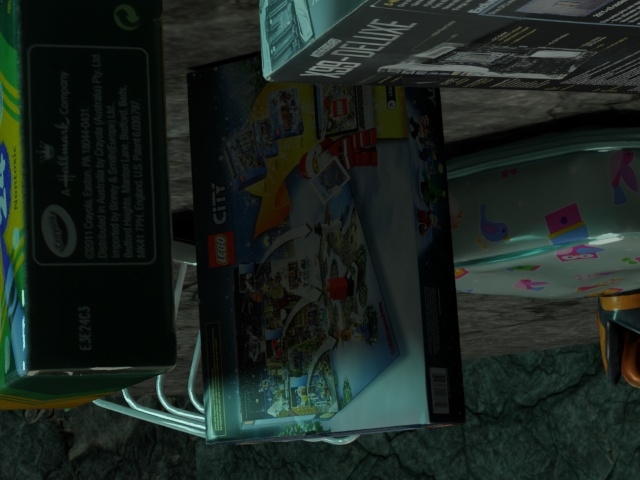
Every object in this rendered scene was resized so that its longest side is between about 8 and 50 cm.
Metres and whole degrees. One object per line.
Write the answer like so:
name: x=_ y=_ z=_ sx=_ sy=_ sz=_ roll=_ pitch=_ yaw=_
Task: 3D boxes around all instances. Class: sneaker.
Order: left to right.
sneaker: x=0.336 y=0.065 z=1.756 sx=0.125 sy=0.180 sz=0.321 roll=-8 pitch=170 yaw=27

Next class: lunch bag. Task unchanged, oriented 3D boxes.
lunch bag: x=0.234 y=-0.022 z=1.394 sx=0.224 sy=0.107 sz=0.279 roll=-15 pitch=167 yaw=39

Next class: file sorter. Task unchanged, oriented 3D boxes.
file sorter: x=-0.076 y=0.099 z=1.679 sx=0.193 sy=0.173 sz=0.278 roll=12 pitch=179 yaw=28

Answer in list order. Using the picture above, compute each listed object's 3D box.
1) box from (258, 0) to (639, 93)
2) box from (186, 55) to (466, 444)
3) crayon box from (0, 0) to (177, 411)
box: x=0.135 y=-0.134 z=0.726 sx=0.243 sy=0.076 sz=0.307 roll=0 pitch=170 yaw=-21
box: x=0.000 y=0.000 z=1.025 sx=0.159 sy=0.233 sz=0.044 roll=-9 pitch=170 yaw=34
crayon box: x=-0.163 y=-0.007 z=1.009 sx=0.083 sy=0.203 sz=0.323 roll=0 pitch=171 yaw=-18
